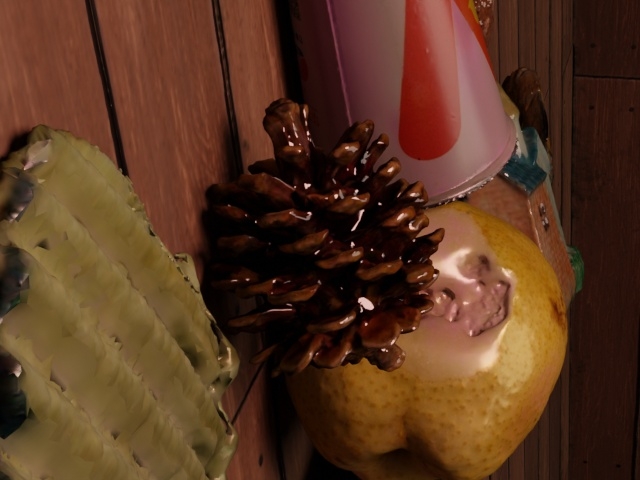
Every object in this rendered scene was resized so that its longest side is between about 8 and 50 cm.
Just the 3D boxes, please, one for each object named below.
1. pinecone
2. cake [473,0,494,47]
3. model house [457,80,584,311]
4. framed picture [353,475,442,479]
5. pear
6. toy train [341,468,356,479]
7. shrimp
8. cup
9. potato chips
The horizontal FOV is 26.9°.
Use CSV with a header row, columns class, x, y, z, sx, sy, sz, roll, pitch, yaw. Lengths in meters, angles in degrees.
class,x,y,z,sx,sy,sz,roll,pitch,yaw
pinecone,0.001,-0.001,1.026,0.169,0.186,0.212,5,69,-51
cake,0.129,-0.300,1.439,0.135,0.134,0.147,62,43,-64
model house,0.221,-0.055,1.807,0.267,0.194,0.325,-33,112,-66
framed picture,0.079,0.279,1.423,0.338,0.014,0.255,-53,151,-20
pear,0.091,0.095,1.215,0.271,0.271,0.271,5,90,-73
toy train,0.084,0.260,1.526,0.409,0.089,0.086,70,34,-55
shrimp,0.305,-0.042,2.032,0.272,0.085,0.445,-178,-89,-82
cup,0.055,-0.193,1.159,0.203,0.203,0.288,-66,147,-48
potato chips,-0.131,0.141,0.817,0.429,0.070,0.358,70,25,-59
